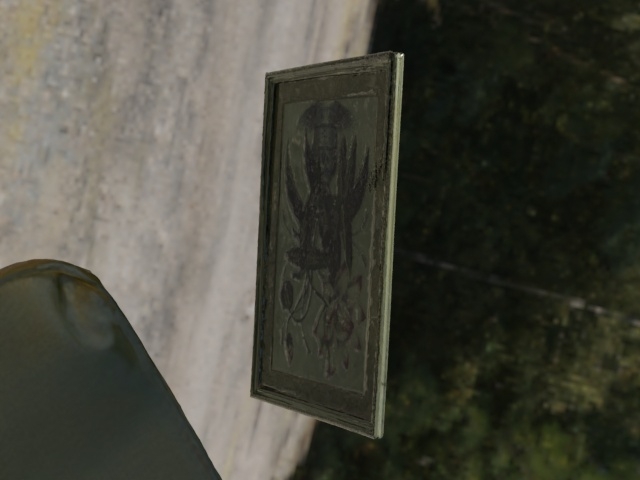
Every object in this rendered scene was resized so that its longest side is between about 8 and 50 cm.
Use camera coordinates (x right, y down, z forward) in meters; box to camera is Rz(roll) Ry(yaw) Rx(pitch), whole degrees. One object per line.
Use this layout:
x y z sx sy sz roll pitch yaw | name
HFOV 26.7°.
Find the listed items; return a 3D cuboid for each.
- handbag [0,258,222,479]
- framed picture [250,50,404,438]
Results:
-0.168 0.237 0.753 0.283 0.401 0.133 -29 -177 -25 | handbag
0.000 0.000 0.866 0.173 0.010 0.231 2 -90 61 | framed picture
